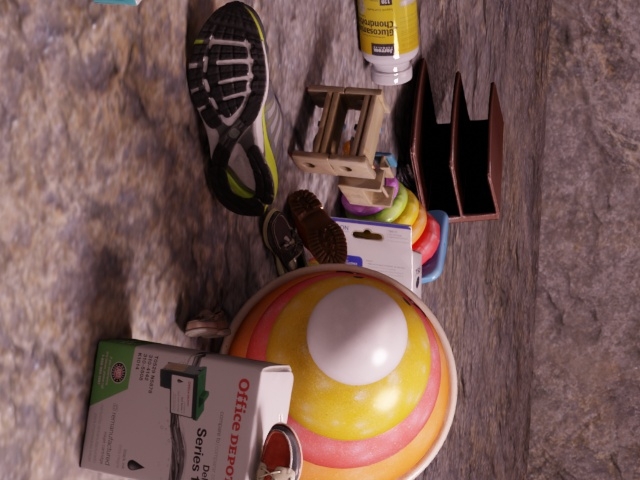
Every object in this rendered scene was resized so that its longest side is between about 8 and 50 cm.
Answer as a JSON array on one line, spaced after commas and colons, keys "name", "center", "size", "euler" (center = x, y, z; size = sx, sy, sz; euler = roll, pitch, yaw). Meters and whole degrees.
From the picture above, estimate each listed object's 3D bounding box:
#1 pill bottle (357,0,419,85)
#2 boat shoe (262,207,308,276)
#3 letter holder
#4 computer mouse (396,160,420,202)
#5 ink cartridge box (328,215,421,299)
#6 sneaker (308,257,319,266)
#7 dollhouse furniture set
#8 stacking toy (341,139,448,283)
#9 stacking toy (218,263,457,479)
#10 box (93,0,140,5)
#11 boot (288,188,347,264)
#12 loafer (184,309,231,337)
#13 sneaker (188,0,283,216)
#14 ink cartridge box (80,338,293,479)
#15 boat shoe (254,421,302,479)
[{"name": "pill bottle", "center": [0.119, -0.370, 2.147], "size": [0.103, 0.103, 0.184], "euler": [-53, 143, -53]}, {"name": "boat shoe", "center": [-0.048, 0.009, 1.901], "size": [0.056, 0.049, 0.152], "euler": [-56, 147, -26]}, {"name": "letter holder", "center": [0.273, -0.214, 2.447], "size": [0.302, 0.152, 0.214], "euler": [-79, 159, -45]}, {"name": "computer mouse", "center": [0.184, -0.010, 2.468], "size": [0.188, 0.072, 0.272], "euler": [50, 50, -63]}, {"name": "ink cartridge box", "center": [0.091, 0.113, 2.138], "size": [0.065, 0.165, 0.332], "euler": [-40, 134, -60]}, {"name": "sneaker", "center": [-0.012, 0.076, 2.007], "size": [0.208, 0.081, 0.094], "euler": [-17, 93, -65]}, {"name": "dollhouse furniture set", "center": [0.047, -0.151, 1.998], "size": [0.183, 0.129, 0.129], "euler": [52, 48, -64]}, {"name": "stacking toy", "center": [0.101, -0.063, 2.164], "size": [0.302, 0.166, 0.175], "euler": [59, 32, -41]}, {"name": "stacking toy", "center": [0.042, 0.157, 1.585], "size": [0.480, 0.351, 0.350], "euler": [111, -8, -75]}, {"name": "box", "center": [-0.229, -0.382, 1.313], "size": [0.100, 0.060, 0.244], "euler": [-62, 150, -44]}, {"name": "boot", "center": [0.000, 0.000, 1.935], "size": [0.084, 0.059, 0.158], "euler": [86, -19, -51]}, {"name": "loafer", "center": [-0.157, 0.112, 1.684], "size": [0.125, 0.045, 0.039], "euler": [26, 55, -74]}, {"name": "sneaker", "center": [-0.105, -0.186, 1.659], "size": [0.121, 0.111, 0.300], "euler": [-71, 163, -54]}, {"name": "ink cartridge box", "center": [-0.157, 0.210, 1.456], "size": [0.092, 0.219, 0.160], "euler": [13, 84, -69]}, {"name": "boat shoe", "center": [-0.053, 0.274, 1.386], "size": [0.043, 0.049, 0.137], "euler": [-15, 116, -62]}]
